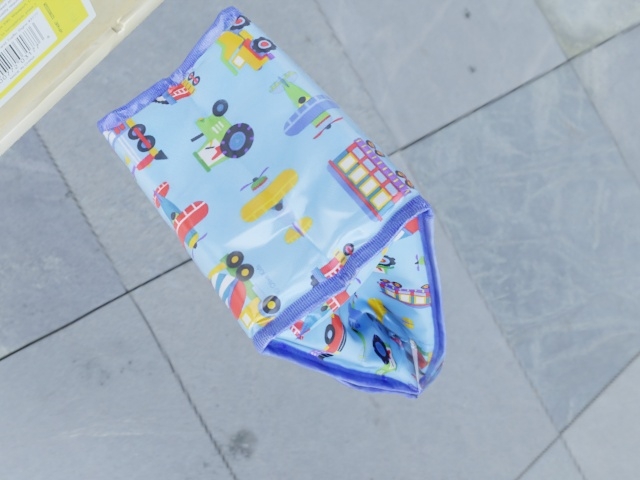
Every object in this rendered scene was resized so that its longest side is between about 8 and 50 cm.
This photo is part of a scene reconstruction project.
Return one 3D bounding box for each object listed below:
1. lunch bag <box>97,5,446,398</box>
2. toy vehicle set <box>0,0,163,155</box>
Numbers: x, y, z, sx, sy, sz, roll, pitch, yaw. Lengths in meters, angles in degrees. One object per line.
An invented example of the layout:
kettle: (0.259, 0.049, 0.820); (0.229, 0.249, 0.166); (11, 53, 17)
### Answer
lunch bag: (0.000, 0.000, 0.675); (0.138, 0.293, 0.221); (-41, 61, 1)
toy vehicle set: (-0.128, -0.092, 0.285); (0.035, 0.166, 0.267); (39, 76, 14)
